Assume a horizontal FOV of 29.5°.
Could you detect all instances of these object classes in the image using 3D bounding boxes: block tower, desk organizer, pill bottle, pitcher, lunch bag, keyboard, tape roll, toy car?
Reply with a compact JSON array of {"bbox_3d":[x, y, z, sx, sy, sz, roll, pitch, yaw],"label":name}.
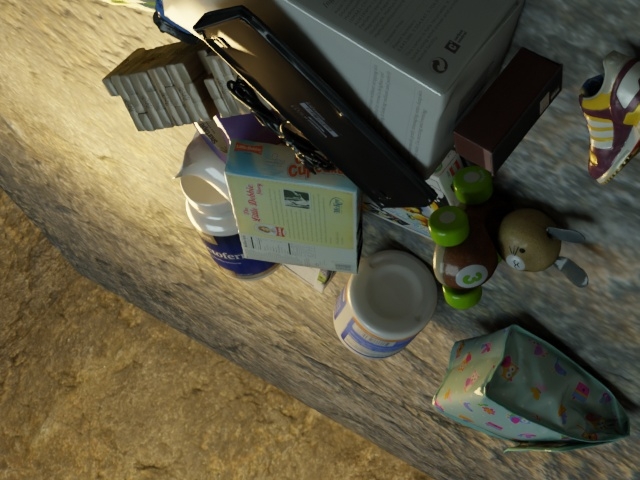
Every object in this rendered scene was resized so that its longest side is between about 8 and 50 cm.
[{"bbox_3d":[-0.125,-0.217,1.589,0.335,0.091,0.097,-3,123,36],"label":"block tower"},{"bbox_3d":[0.198,-0.138,1.287,0.050,0.130,0.047,33,162,24],"label":"desk organizer"},{"bbox_3d":[0.104,0.121,2.107,0.152,0.152,0.272,36,164,4],"label":"pill bottle"},{"bbox_3d":[-0.116,-0.130,1.957,0.207,0.178,0.125,22,137,-11],"label":"pitcher"},{"bbox_3d":[0.349,0.265,1.992,0.262,0.160,0.223,29,161,-12],"label":"lunch bag"},{"bbox_3d":[-0.015,-0.142,1.356,0.317,0.033,0.201,43,160,-25],"label":"keyboard"},{"bbox_3d":[-0.142,-0.201,1.793,0.189,0.080,0.189,50,167,16],"label":"tape roll"},{"bbox_3d":[-0.152,-0.050,2.168,0.153,0.153,0.265,29,161,26],"label":"pill bottle"},{"bbox_3d":[0.253,0.011,1.575,0.188,0.149,0.155,14,143,28],"label":"toy car"}]

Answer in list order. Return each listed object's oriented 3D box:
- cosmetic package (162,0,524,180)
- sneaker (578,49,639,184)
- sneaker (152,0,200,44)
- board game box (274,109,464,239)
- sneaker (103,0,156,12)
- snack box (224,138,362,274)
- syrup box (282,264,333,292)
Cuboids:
[{"bbox_3d":[0.006,-0.257,1.324,0.385,0.156,0.217,35,163,11],"label":"cosmetic package"},{"bbox_3d":[0.299,-0.128,1.240,0.084,0.069,0.185,43,158,12],"label":"sneaker"},{"bbox_3d":[-0.140,-0.290,1.559,0.084,0.152,0.058,123,139,-52],"label":"sneaker"},{"bbox_3d":[0.088,-0.097,1.739,0.305,0.053,0.193,25,158,36],"label":"board game box"},{"bbox_3d":[-0.328,-0.396,1.642,0.384,0.145,0.147,31,161,24],"label":"sneaker"},{"bbox_3d":[-0.032,-0.043,1.805,0.187,0.060,0.322,8,158,5],"label":"snack box"},{"bbox_3d":[0.000,0.000,2.094,0.096,0.093,0.237,35,163,8],"label":"syrup box"}]
